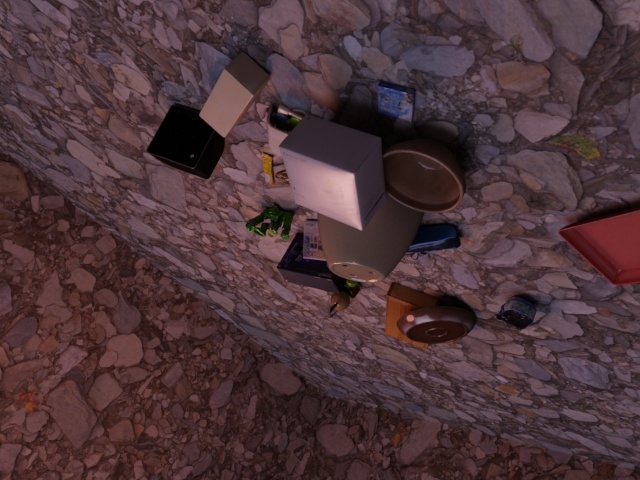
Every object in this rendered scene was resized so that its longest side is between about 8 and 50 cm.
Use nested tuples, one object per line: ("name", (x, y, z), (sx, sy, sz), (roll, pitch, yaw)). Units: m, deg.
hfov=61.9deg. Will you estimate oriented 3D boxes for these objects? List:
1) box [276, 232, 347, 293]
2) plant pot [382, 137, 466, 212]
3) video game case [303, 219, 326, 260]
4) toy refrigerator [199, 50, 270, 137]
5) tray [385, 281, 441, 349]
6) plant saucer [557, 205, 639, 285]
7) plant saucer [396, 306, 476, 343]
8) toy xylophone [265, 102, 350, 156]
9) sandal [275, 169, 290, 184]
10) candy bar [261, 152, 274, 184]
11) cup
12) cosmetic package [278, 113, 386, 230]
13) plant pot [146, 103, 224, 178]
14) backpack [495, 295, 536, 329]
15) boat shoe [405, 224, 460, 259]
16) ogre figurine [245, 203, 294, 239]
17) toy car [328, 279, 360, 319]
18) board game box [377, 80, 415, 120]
("box", (-0.010, 0.084, 2.060), (0.261, 0.184, 0.103), (9, 149, 33))
("plant pot", (0.269, -0.185, 1.382), (0.237, 0.110, 0.237), (22, 153, 12))
("video game case", (0.000, 0.000, 1.969), (0.157, 0.143, 0.019), (4, -176, 39))
("toy refrigerator", (-0.245, -0.406, 1.505), (0.102, 0.094, 0.269), (41, 151, -11))
("tray", (0.380, 0.329, 2.253), (0.202, 0.076, 0.411), (19, 152, 17))
("plant saucer", (0.773, 0.008, 1.313), (0.259, 0.048, 0.258), (36, 153, -18))
("plant saucer", (0.455, 0.342, 2.092), (0.310, 0.050, 0.311), (1, 148, 1))
("toy xylophone", (-0.022, -0.287, 1.511), (0.322, 0.081, 0.236), (28, 154, 1))
("sandal", (-0.068, -0.227, 1.714), (0.180, 0.049, 0.072), (-20, 134, 39))
("candy bar", (-0.178, -0.241, 1.820), (0.040, 0.018, 0.162), (26, 155, 12))
("cup", (0.129, -0.011, 1.603), (0.330, 0.237, 0.331), (12, 161, 4))
("cosmetic package", (0.037, -0.174, 1.376), (0.223, 0.138, 0.225), (23, 150, 26))
("plant pot", (-0.425, -0.309, 1.773), (0.187, 0.188, 0.167), (20, 166, 15))
("backpack", (0.665, 0.236, 1.791), (0.104, 0.084, 0.114), (27, 158, 5))
("boat shoe", (0.322, 0.015, 1.703), (0.258, 0.109, 0.089), (1, 147, 46))
("ogre figurine", (-0.183, -0.069, 2.024), (0.197, 0.118, 0.097), (-5, 135, 46))
("toy car", (0.070, 0.238, 2.254), (0.148, 0.189, 0.155), (21, 153, 13))
("board game box", (0.183, -0.337, 1.292), (0.090, 0.020, 0.090), (19, 154, 18))
